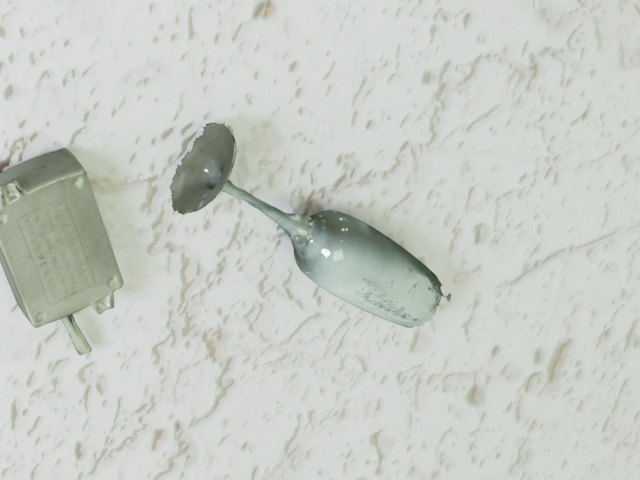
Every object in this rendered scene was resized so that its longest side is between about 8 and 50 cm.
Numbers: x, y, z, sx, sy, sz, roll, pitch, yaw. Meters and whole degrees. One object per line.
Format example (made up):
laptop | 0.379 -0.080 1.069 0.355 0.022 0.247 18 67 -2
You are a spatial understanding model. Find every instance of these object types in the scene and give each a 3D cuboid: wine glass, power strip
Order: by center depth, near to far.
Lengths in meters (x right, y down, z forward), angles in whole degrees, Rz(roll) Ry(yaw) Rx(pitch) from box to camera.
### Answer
power strip | -0.184 0.016 1.231 0.075 0.042 0.175 -26 129 -17
wine glass | 0.000 0.000 1.321 0.262 0.074 0.074 31 98 -40
